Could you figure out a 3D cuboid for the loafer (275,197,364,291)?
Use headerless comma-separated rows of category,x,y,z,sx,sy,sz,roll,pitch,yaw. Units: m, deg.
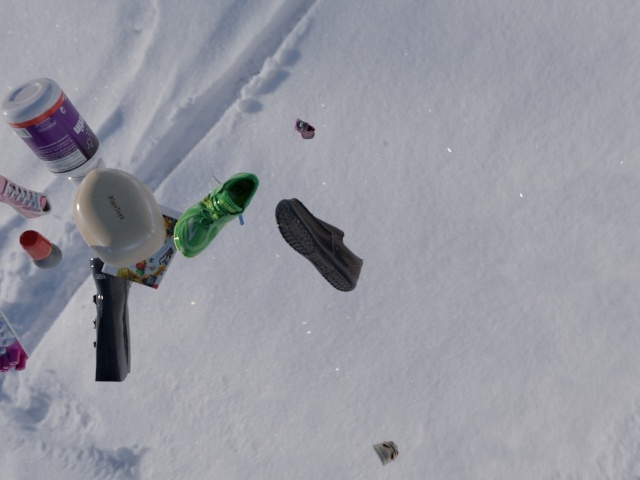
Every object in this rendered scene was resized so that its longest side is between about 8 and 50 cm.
loafer,0.000,0.000,1.746,0.366,0.130,0.134,50,144,-14

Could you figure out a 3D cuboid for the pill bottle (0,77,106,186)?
pill bottle,-0.801,-0.320,1.679,0.182,0.323,0.181,-9,51,11

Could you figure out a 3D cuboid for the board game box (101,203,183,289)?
board game box,-0.574,0.013,1.809,0.305,0.193,0.053,-57,25,27

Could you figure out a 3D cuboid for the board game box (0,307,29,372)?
board game box,-0.983,0.249,1.351,0.390,0.390,0.050,-6,53,-14

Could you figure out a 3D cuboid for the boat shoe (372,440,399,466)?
boat shoe,0.181,0.566,1.476,0.059,0.170,0.063,-28,70,-2

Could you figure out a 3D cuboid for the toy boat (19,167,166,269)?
toy boat,-0.543,-0.030,1.312,0.318,0.148,0.267,-24,72,-15

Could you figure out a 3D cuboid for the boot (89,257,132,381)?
boot,-0.749,0.276,2.067,0.146,0.367,0.444,-5,91,5

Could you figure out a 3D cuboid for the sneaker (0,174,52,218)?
sneaker,-0.578,-0.087,1.063,0.070,0.134,0.050,-3,62,13

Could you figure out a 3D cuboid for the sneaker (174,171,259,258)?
sneaker,-0.273,-0.081,1.440,0.109,0.123,0.295,44,70,-13

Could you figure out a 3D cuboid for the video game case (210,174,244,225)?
video game case,-0.316,-0.136,1.857,0.015,0.119,0.166,-31,49,-22

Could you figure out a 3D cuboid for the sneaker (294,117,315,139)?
sneaker,-0.039,-0.354,1.766,0.057,0.119,0.047,14,87,24
